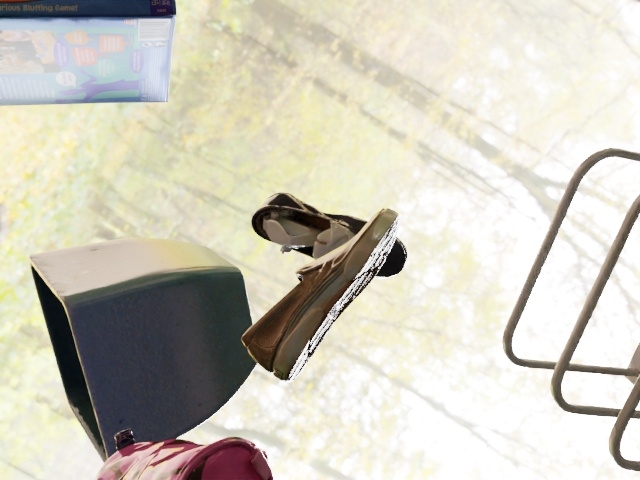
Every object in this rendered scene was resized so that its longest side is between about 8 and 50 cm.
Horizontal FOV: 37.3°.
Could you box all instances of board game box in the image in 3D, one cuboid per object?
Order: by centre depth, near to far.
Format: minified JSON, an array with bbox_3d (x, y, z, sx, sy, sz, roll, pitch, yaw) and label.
[{"bbox_3d":[-0.221,-0.156,0.734,0.160,0.210,0.047,127,-43,-71],"label":"board game box"}]

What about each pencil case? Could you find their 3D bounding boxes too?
[{"bbox_3d":[-0.108,0.194,0.739,0.098,0.095,0.209,-29,-174,-31],"label":"pencil case"}]

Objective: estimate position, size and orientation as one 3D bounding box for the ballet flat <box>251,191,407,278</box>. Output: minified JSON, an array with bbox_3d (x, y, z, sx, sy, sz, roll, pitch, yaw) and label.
[{"bbox_3d":[0.000,0.000,1.068,0.074,0.203,0.074,-30,131,-41],"label":"ballet flat"}]

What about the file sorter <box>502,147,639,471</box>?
[{"bbox_3d":[0.272,0.076,0.604,0.277,0.173,0.193,49,-55,55],"label":"file sorter"}]

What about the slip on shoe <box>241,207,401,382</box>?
[{"bbox_3d":[0.002,0.028,0.619,0.135,0.041,0.051,-54,163,-10],"label":"slip on shoe"}]

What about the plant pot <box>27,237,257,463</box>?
[{"bbox_3d":[-0.232,0.125,1.318,0.252,0.247,0.247,-18,-159,-24],"label":"plant pot"}]
